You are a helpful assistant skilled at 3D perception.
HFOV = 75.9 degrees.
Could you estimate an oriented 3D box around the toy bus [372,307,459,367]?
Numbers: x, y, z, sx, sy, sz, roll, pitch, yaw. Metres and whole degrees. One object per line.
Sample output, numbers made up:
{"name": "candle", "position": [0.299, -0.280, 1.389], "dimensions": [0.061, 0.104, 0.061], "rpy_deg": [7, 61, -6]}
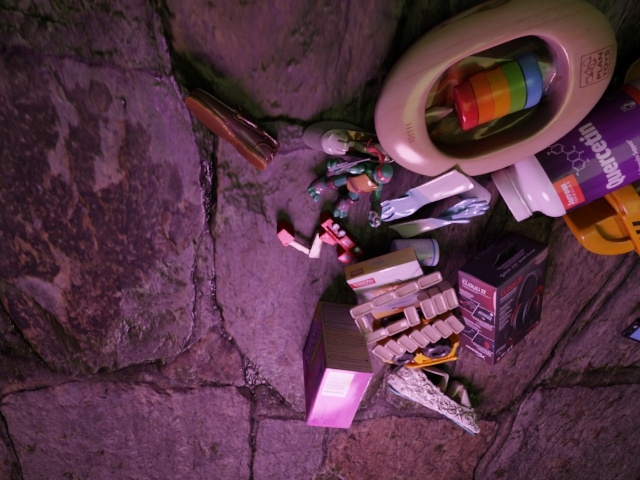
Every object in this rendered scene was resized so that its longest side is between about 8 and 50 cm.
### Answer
{"name": "toy bus", "position": [0.276, 0.293, 1.170], "dimensions": [0.220, 0.149, 0.211], "rpy_deg": [-15, 138, 7]}

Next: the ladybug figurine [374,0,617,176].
{"name": "ladybug figurine", "position": [0.316, -0.291, 0.784], "dimensions": [0.449, 0.162, 0.305], "rpy_deg": [-16, 121, 5]}

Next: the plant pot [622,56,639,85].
{"name": "plant pot", "position": [0.786, -0.338, 0.780], "dimensions": [0.254, 0.237, 0.237], "rpy_deg": [-39, 118, 4]}

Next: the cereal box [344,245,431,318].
{"name": "cereal box", "position": [0.182, 0.115, 1.038], "dimensions": [0.173, 0.047, 0.240], "rpy_deg": [-19, 142, 16]}

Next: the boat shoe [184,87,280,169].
{"name": "boat shoe", "position": [-0.174, -0.235, 0.836], "dimensions": [0.207, 0.073, 0.073], "rpy_deg": [40, 73, -29]}

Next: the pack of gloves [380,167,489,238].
{"name": "pack of gloves", "position": [0.238, -0.055, 0.903], "dimensions": [0.232, 0.046, 0.195], "rpy_deg": [-21, 148, 38]}

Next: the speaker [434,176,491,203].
{"name": "speaker", "position": [0.331, -0.127, 0.951], "dimensions": [0.136, 0.055, 0.055], "rpy_deg": [31, 114, -22]}

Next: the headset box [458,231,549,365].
{"name": "headset box", "position": [0.460, 0.134, 1.040], "dimensions": [0.218, 0.110, 0.293], "rpy_deg": [-29, 125, -25]}

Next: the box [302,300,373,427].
{"name": "box", "position": [0.034, 0.323, 1.092], "dimensions": [0.117, 0.243, 0.213], "rpy_deg": [10, 121, -10]}

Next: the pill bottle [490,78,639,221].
{"name": "pill bottle", "position": [0.539, -0.169, 0.854], "dimensions": [0.323, 0.181, 0.181], "rpy_deg": [-31, 120, 25]}

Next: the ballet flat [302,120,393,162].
{"name": "ballet flat", "position": [0.069, -0.208, 0.869], "dimensions": [0.213, 0.068, 0.072], "rpy_deg": [6, 121, -8]}

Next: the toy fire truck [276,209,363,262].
{"name": "toy fire truck", "position": [0.000, 0.000, 1.004], "dimensions": [0.135, 0.047, 0.192], "rpy_deg": [-36, 119, 17]}

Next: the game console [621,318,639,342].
{"name": "game console", "position": [1.028, 0.293, 1.266], "dimensions": [0.122, 0.071, 0.107], "rpy_deg": [19, 118, -16]}

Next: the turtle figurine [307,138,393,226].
{"name": "turtle figurine", "position": [0.079, -0.112, 0.852], "dimensions": [0.118, 0.234, 0.175], "rpy_deg": [-46, 106, -26]}

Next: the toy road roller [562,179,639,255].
{"name": "toy road roller", "position": [0.740, -0.038, 0.968], "dimensions": [0.241, 0.202, 0.329], "rpy_deg": [-30, 115, 27]}

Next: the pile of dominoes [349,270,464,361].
{"name": "pile of dominoes", "position": [0.218, 0.187, 1.023], "dimensions": [0.251, 0.040, 0.196], "rpy_deg": [-24, 114, 3]}

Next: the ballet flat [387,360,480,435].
{"name": "ballet flat", "position": [0.390, 0.492, 1.304], "dimensions": [0.409, 0.147, 0.147], "rpy_deg": [35, 113, -24]}

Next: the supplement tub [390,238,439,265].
{"name": "supplement tub", "position": [0.236, 0.031, 1.031], "dimensions": [0.107, 0.071, 0.071], "rpy_deg": [-2, 122, -4]}
